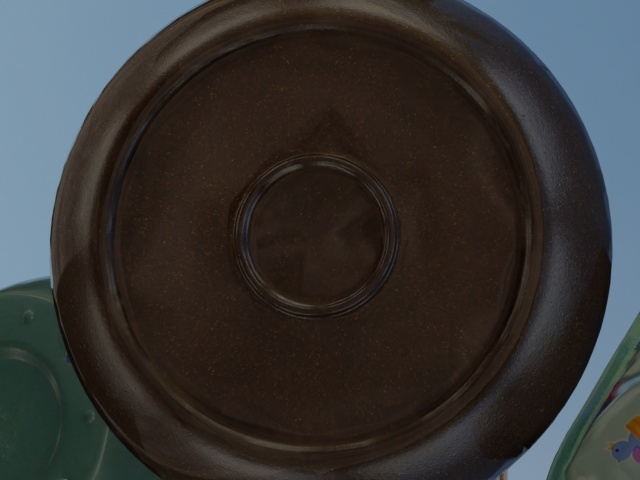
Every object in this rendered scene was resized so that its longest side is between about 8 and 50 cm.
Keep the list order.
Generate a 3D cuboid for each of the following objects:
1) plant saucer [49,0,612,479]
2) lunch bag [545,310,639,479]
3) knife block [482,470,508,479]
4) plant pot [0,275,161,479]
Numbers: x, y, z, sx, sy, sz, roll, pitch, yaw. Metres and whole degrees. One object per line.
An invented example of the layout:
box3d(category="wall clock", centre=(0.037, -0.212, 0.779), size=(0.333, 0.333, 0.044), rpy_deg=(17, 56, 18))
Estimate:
box3d(category="plant saucer", centre=(0.000, 0.000, 0.908), size=(0.050, 0.310, 0.311), rpy_deg=(49, 61, -79))
box3d(category="lunch bag", centre=(0.247, 0.163, 0.944), size=(0.160, 0.223, 0.262), rpy_deg=(-18, -155, 41))
box3d(category="knife block", centre=(-0.013, 0.188, 0.970), size=(0.088, 0.242, 0.276), rpy_deg=(15, 75, -79))
box3d(category="plant pot", centre=(-0.160, 0.154, 1.187), size=(0.293, 0.235, 0.293), rpy_deg=(-9, -112, 24))
